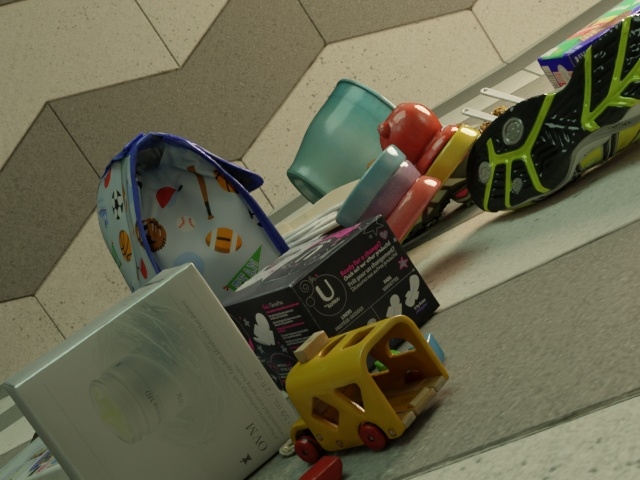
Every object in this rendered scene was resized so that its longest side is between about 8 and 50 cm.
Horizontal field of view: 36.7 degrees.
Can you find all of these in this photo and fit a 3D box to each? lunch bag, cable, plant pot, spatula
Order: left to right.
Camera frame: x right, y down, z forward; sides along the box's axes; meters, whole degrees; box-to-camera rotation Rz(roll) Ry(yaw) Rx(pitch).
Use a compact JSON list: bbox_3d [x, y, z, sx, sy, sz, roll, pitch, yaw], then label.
[{"bbox_3d":[-0.198,0.016,1.526,0.239,0.385,0.328,-37,8,-20],"label":"lunch bag"},{"bbox_3d":[0.000,0.000,1.854,0.257,0.089,0.257,-31,2,-8],"label":"cable"},{"bbox_3d":[0.065,-0.195,2.267,0.255,0.271,0.271,-49,11,-10],"label":"plant pot"},{"bbox_3d":[0.332,-0.205,1.695,0.168,0.019,0.242,-41,39,-18],"label":"spatula"}]

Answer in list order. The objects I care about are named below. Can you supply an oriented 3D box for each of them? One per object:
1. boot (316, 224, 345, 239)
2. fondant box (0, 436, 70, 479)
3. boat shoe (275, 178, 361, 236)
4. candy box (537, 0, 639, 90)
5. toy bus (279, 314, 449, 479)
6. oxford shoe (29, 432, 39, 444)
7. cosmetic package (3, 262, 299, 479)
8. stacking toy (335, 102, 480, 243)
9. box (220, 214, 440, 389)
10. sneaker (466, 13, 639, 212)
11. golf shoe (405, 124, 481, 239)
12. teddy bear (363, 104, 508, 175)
[{"bbox_3d":[0.017,0.026,1.679,0.219,0.082,0.106,-40,5,8],"label":"boot"},{"bbox_3d":[-0.316,0.300,1.342,0.330,0.096,0.238,-28,10,39],"label":"fondant box"},{"bbox_3d":[0.017,-0.029,2.043,0.335,0.095,0.112,-29,23,-1],"label":"boat shoe"},{"bbox_3d":[0.570,-0.365,1.709,0.317,0.122,0.268,-31,8,6],"label":"candy box"},{"bbox_3d":[0.020,0.139,0.934,0.202,0.104,0.191,-33,8,2],"label":"toy bus"},{"bbox_3d":[-0.429,0.343,1.658,0.227,0.083,0.096,-25,31,47],"label":"oxford shoe"},{"bbox_3d":[-0.181,0.180,1.049,0.224,0.224,0.138,-37,8,-21],"label":"cosmetic package"},{"bbox_3d":[0.080,-0.054,1.410,0.279,0.130,0.309,-57,-6,34],"label":"stacking toy"},{"bbox_3d":[-0.001,0.083,1.219,0.163,0.142,0.247,-38,10,-29],"label":"box"},{"bbox_3d":[0.360,-0.145,1.318,0.147,0.145,0.384,7,-31,-39],"label":"sneaker"},{"bbox_3d":[0.180,-0.091,1.635,0.273,0.120,0.105,-31,10,25],"label":"golf shoe"},{"bbox_3d":[0.255,-0.150,1.820,0.338,0.113,0.245,-26,15,1],"label":"teddy bear"}]
